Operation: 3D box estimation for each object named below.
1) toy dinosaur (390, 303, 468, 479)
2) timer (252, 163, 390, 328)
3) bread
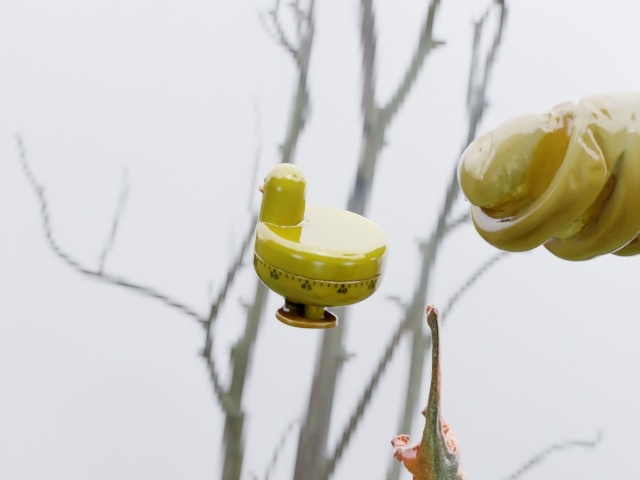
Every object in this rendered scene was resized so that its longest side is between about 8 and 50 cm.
[{"bbox_3d":[0.087,0.166,1.408,0.055,0.101,0.280,-13,-66,-6],"label":"toy dinosaur"},{"bbox_3d":[0.000,0.000,1.391,0.107,0.107,0.109,8,-68,-3],"label":"timer"},{"bbox_3d":[0.255,-0.050,1.438,0.311,0.121,0.173,-8,-10,-26],"label":"bread"}]
